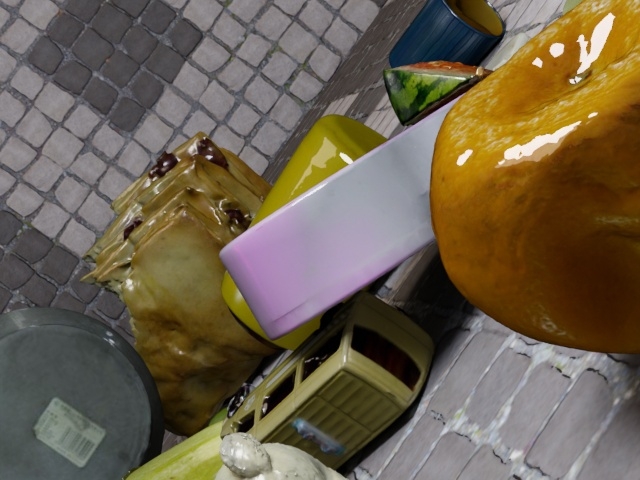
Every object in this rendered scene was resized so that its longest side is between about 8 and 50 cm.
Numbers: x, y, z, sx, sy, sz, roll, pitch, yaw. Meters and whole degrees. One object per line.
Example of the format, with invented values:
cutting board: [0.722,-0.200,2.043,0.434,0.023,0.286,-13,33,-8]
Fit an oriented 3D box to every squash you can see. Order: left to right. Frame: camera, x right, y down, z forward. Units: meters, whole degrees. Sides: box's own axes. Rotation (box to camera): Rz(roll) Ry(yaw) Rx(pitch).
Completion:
squash: [-0.123,0.249,1.426,0.287,0.137,0.137,-48,11,32]

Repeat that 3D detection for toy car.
toy car: [-0.006,0.162,1.247,0.256,0.101,0.124,-46,14,37]

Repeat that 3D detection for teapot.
teapot: [-0.357,0.276,1.741,0.305,0.376,0.362,-58,13,-22]

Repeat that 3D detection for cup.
cup: [0.192,-0.281,1.904,0.138,0.150,0.113,-50,44,35]

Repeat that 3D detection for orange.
orange: [0.189,-0.043,0.789,0.249,0.183,0.249,-33,20,14]

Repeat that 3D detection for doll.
doll: [-0.043,0.269,1.075,0.149,0.175,0.278,-16,-23,-30]

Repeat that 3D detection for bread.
bread: [-0.179,0.078,1.824,0.370,0.314,0.191,-48,19,8]

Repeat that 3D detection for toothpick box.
toothpick box: [0.000,0.000,1.584,0.271,0.175,0.175,-54,9,17]

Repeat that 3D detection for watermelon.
watermelon: [0.128,-0.162,1.363,0.119,0.063,0.245,-14,1,15]

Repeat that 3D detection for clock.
clock: [0.057,-0.030,1.264,0.338,0.102,0.338,-33,0,0]

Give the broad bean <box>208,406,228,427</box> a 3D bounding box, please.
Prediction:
broad bean: [-0.108,0.234,1.674,0.083,0.045,0.063,-36,21,41]

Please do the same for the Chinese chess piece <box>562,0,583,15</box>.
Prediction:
Chinese chess piece: [0.310,-0.260,1.332,0.144,0.058,0.144,-51,12,15]

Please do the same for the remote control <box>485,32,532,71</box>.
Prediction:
remote control: [0.194,-0.144,1.501,0.090,0.049,0.230,-41,15,51]
